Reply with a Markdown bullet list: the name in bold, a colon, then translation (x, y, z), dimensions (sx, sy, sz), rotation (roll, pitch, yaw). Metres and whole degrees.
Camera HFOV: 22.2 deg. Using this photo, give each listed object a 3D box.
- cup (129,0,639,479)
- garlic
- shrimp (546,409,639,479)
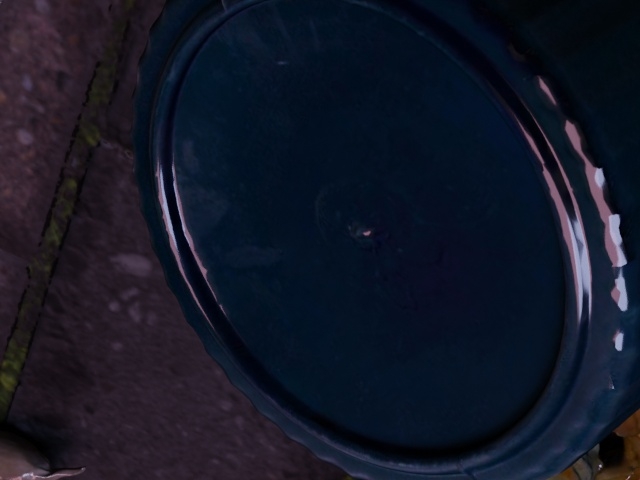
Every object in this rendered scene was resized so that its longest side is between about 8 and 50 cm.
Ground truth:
- **cup**: translation (0.093, -0.084, 0.659), dimensions (0.242, 0.292, 0.308), rotation (16, 124, 35)
- **garlic**: translation (-0.237, 0.172, 1.181), dimensions (0.084, 0.066, 0.152), rotation (13, 140, -26)
- **shrimp**: translation (0.153, 0.115, 0.976), dimensions (0.145, 0.061, 0.267), rotation (-17, 123, 32)
